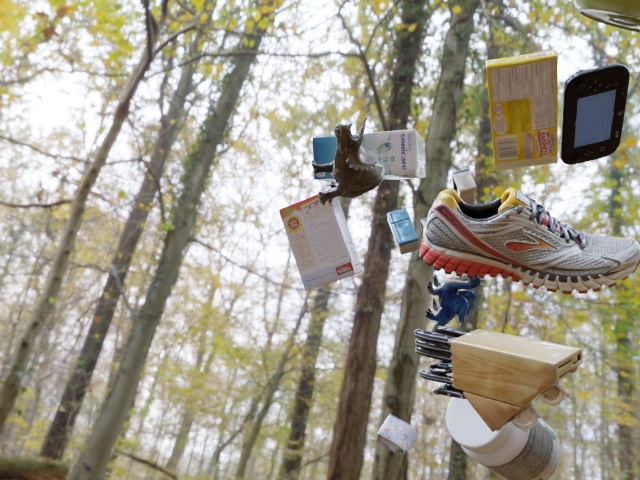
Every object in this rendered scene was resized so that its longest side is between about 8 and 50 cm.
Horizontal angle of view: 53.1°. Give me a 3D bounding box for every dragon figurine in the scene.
[{"bbox_3d":[0.362,0.174,1.712,0.143,0.085,0.290,12,-65,25],"label":"dragon figurine"}]

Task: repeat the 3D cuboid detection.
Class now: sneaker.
[{"bbox_3d":[0.221,-0.004,0.675,0.225,0.088,0.093,8,-70,11],"label":"sneaker"}]

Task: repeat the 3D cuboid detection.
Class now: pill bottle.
[{"bbox_3d":[0.505,0.536,1.768,0.204,0.204,0.361,-10,-35,37],"label":"pill bottle"}]

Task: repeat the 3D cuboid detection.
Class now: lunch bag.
[{"bbox_3d":[0.192,0.492,1.610,0.083,0.071,0.053,22,-43,23],"label":"lunch bag"}]

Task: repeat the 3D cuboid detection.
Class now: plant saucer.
[{"bbox_3d":[0.609,-0.450,1.271,0.240,0.037,0.241,16,16,-5],"label":"plant saucer"}]

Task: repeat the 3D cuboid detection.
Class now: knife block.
[{"bbox_3d":[0.300,0.207,1.175,0.088,0.242,0.276,-15,-32,-39],"label":"knife block"}]

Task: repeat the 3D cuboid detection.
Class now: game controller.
[{"bbox_3d":[0.735,-0.334,1.730,0.166,0.067,0.319,-7,-40,13],"label":"game controller"}]

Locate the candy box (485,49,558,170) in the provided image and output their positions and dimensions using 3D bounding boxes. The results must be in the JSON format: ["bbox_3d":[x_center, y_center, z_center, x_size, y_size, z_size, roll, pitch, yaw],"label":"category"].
[{"bbox_3d":[0.327,-0.204,1.034,0.105,0.027,0.206,-7,-46,13],"label":"candy box"}]

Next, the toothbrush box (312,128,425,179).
[{"bbox_3d":[0.146,-0.238,1.856,0.295,0.126,0.216,-1,1,17],"label":"toothbrush box"}]

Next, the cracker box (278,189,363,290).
[{"bbox_3d":[0.000,0.000,1.702,0.155,0.233,0.067,-20,-4,24],"label":"cracker box"}]

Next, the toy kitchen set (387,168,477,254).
[{"bbox_3d":[0.271,-0.087,1.581,0.207,0.122,0.166,-17,-44,1],"label":"toy kitchen set"}]

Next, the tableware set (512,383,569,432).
[{"bbox_3d":[0.480,0.347,1.486,0.168,0.141,0.020,-42,-19,9],"label":"tableware set"}]

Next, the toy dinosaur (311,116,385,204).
[{"bbox_3d":[0.081,-0.144,1.433,0.160,0.121,0.313,-15,-20,18],"label":"toy dinosaur"}]
